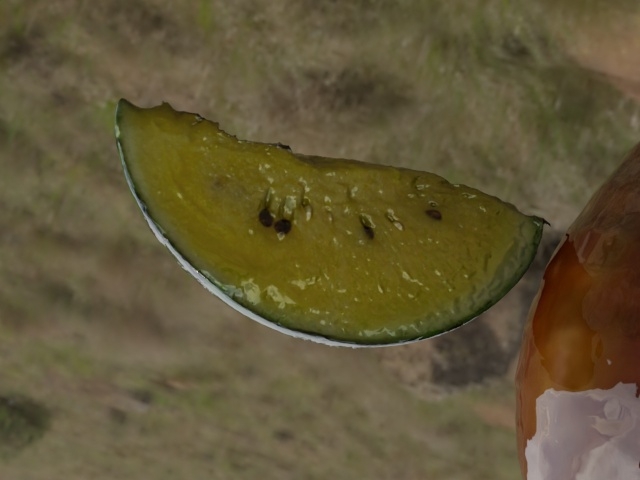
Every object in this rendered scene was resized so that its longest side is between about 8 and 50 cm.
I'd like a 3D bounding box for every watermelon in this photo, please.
[{"bbox_3d":[0.000,0.000,0.936,0.301,0.129,0.123,13,-171,-10],"label":"watermelon"}]

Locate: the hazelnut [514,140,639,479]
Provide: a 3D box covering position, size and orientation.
[{"bbox_3d":[0.315,0.076,0.874,0.402,0.429,0.402,49,177,4],"label":"hazelnut"}]
